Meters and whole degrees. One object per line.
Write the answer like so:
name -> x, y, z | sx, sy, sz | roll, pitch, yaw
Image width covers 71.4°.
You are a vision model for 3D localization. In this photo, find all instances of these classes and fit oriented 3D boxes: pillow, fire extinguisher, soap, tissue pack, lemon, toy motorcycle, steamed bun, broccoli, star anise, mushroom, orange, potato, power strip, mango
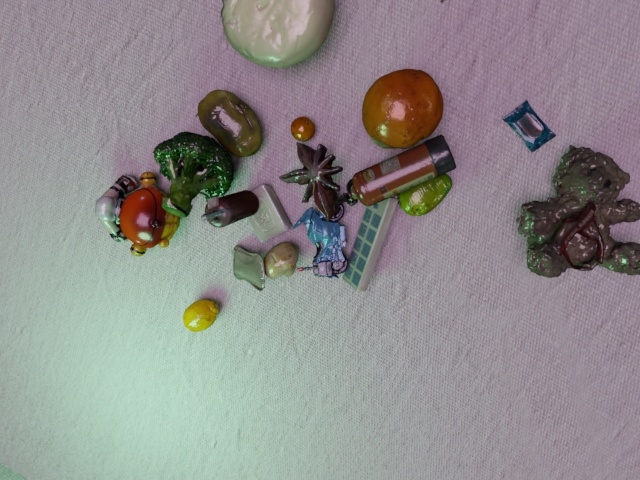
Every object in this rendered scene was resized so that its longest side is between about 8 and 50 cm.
pillow -> -0.258, 0.095, 1.587 | 0.233, 0.038, 0.130 | 14, 104, 51
fire extinguisher -> 0.217, -0.195, 1.380 | 0.376, 0.200, 0.113 | -23, 93, 12
soap -> -0.194, -0.098, 1.572 | 0.121, 0.064, 0.183 | -27, 94, 20
tissue pack -> 0.624, -0.339, 1.334 | 0.085, 0.028, 0.138 | -38, 86, 15
lemon -> -0.454, 0.284, 1.695 | 0.155, 0.114, 0.114 | -33, 93, 17
toy motorcycle -> 0.000, 0.000, 1.514 | 0.182, 0.123, 0.272 | -6, 96, 2
steamed bun -> -0.110, -0.689, 1.336 | 0.312, 0.233, 0.334 | 34, 116, 3
broccoli -> -0.435, -0.216, 1.494 | 0.298, 0.297, 0.297 | 15, 70, 11
star anise -> -0.015, -0.213, 1.454 | 0.257, 0.111, 0.198 | 41, 113, 27
mushroom -> -0.135, 0.071, 1.553 | 0.148, 0.148, 0.112 | -41, 108, 18
fire extinguisher -> -0.289, -0.102, 1.422 | 0.105, 0.269, 0.104 | 4, 104, 17
orange -> -0.058, -0.368, 1.469 | 0.084, 0.083, 0.083 | 3, 103, 14
orange -> 0.239, -0.382, 1.312 | 0.240, 0.240, 0.240 | 3, 103, 14
potato -> -0.298, -0.391, 1.491 | 0.248, 0.143, 0.169 | 51, 131, -5
power strip -> 0.163, -0.005, 1.484 | 0.043, 0.106, 0.367 | 7, 109, -34
mango -> 0.331, -0.150, 1.409 | 0.178, 0.100, 0.119 | -31, 82, 12

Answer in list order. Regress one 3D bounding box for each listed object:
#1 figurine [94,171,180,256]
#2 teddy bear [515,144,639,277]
figurine -> -0.651, -0.090, 1.619 | 0.323, 0.196, 0.320 | 12, 99, 22
teddy bear -> 0.744, -0.085, 1.268 | 0.357, 0.224, 0.367 | 1, 100, 0
